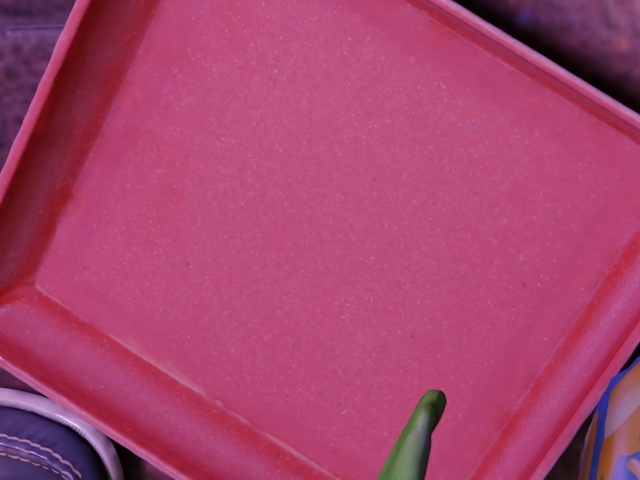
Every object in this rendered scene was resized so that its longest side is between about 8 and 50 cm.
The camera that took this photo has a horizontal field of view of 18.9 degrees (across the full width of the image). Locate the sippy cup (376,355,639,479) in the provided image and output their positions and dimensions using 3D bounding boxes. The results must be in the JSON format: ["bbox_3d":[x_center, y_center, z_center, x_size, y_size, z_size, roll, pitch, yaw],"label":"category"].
[{"bbox_3d":[0.177,0.141,0.666,0.240,0.224,0.305,-27,118,21],"label":"sippy cup"}]

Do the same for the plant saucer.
[{"bbox_3d":[0.000,0.000,0.791,0.259,0.048,0.258,32,120,6],"label":"plant saucer"}]

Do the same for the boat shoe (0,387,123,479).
[{"bbox_3d":[-0.216,0.125,0.910,0.255,0.079,0.095,-3,111,22],"label":"boat shoe"}]
